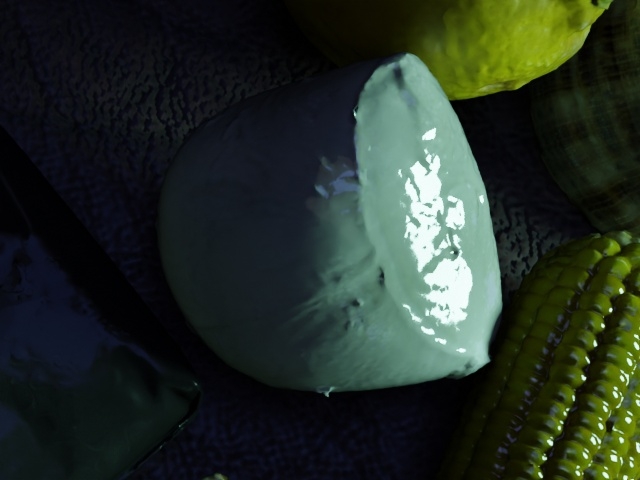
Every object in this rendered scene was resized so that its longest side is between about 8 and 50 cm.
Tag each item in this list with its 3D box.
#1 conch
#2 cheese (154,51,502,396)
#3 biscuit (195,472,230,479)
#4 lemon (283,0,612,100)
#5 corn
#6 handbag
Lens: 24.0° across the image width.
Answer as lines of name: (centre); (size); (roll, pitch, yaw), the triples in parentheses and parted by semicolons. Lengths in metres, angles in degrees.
conch: (0.257, -0.117, 0.975); (0.210, 0.159, 0.291); (-2, 79, -13)
cheese: (0.000, 0.000, 0.885); (0.189, 0.154, 0.198); (-7, 112, 25)
biscuit: (-0.052, 0.234, 0.885); (0.056, 0.052, 0.188); (-19, 80, 2)
lemon: (0.072, -0.180, 0.929); (0.256, 0.188, 0.188); (25, 70, 31)
corn: (0.125, 0.156, 0.906); (0.120, 0.120, 0.363); (26, 77, -4)
handbag: (-0.219, 0.065, 0.878); (0.223, 0.080, 0.247); (-37, 85, -17)
